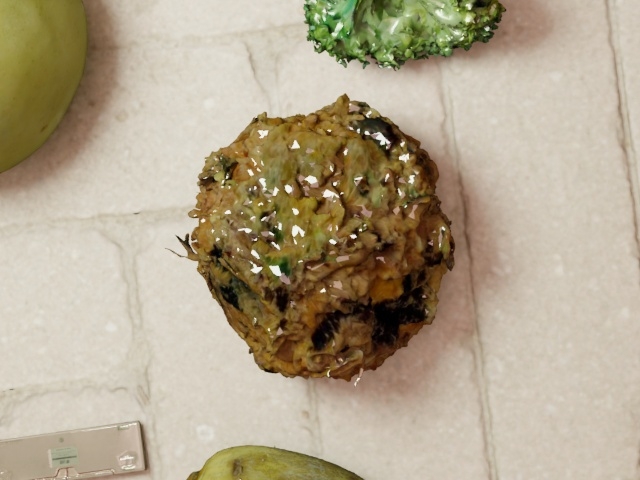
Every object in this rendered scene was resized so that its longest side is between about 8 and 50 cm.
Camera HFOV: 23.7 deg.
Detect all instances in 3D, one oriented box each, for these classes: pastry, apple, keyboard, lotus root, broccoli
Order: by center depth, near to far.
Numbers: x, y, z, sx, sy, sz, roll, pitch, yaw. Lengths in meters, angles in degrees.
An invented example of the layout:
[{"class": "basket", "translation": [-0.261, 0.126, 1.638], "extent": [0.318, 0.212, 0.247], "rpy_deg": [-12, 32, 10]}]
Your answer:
[{"class": "broccoli", "translation": [0.065, -0.248, 1.413], "extent": [0.219, 0.194, 0.194], "rpy_deg": [24, 94, 14]}, {"class": "pastry", "translation": [0.000, 0.000, 1.424], "extent": [0.274, 0.193, 0.275], "rpy_deg": [0, 88, 10]}, {"class": "lotus root", "translation": [-0.005, 0.286, 1.454], "extent": [0.278, 0.154, 0.154], "rpy_deg": [17, 93, 4]}, {"class": "apple", "translation": [-0.354, -0.190, 1.467], "extent": [0.262, 0.262, 0.262], "rpy_deg": [0, 90, 10]}, {"class": "keyboard", "translation": [-0.258, 0.221, 1.558], "extent": [0.165, 0.017, 0.055], "rpy_deg": [-9, 84, 10]}]
